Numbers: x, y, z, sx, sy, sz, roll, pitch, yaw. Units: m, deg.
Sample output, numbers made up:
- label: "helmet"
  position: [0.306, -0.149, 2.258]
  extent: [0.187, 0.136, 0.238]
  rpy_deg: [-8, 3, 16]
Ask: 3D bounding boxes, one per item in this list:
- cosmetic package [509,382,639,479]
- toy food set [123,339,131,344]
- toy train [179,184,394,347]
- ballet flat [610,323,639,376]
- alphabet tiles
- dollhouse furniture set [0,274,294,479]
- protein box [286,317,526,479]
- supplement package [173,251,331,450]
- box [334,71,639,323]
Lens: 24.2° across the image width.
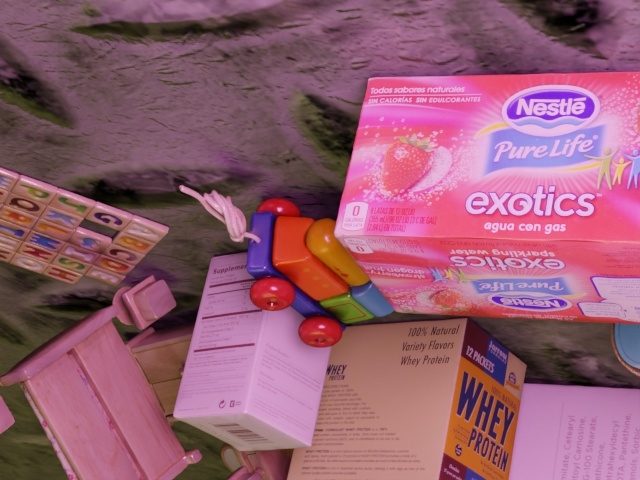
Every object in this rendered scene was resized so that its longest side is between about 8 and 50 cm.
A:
- label: "cosmetic package"
  position: [0.303, 0.373, 1.739]
  extent: [0.394, 0.327, 0.329]
  rpy_deg: [1, 154, 23]
- label: "toy food set"
  position: [-0.202, 0.142, 1.853]
  extent: [0.083, 0.020, 0.083]
  rpy_deg: [6, 155, 15]
- label: "toy train"
  position: [0.000, 0.000, 1.351]
  extent: [0.143, 0.105, 0.248]
  rpy_deg: [-14, 146, 27]
- label: "ballet flat"
  position: [0.427, 0.070, 1.293]
  extent: [0.348, 0.123, 0.123]
  rpy_deg: [-6, 150, 35]
- label: "alphabet tiles"
  position: [-0.287, -0.007, 1.580]
  extent: [0.198, 0.009, 0.237]
  rpy_deg: [20, 155, -16]
- label: "dollhouse furniture set"
  position: [-0.225, 0.230, 1.635]
  extent: [0.174, 0.355, 0.303]
  rpy_deg: [-16, 105, 46]
- label: "protein box"
  position: [0.095, 0.207, 1.626]
  extent: [0.200, 0.201, 0.136]
  rpy_deg: [-7, 150, 37]
- label: "supplement package"
  position: [-0.062, 0.112, 1.518]
  extent: [0.105, 0.179, 0.105]
  rpy_deg: [-10, 148, 41]
- label: "box"
  position: [0.183, -0.029, 1.129]
  extent: [0.300, 0.142, 0.154]
  rpy_deg: [1, 154, 25]
